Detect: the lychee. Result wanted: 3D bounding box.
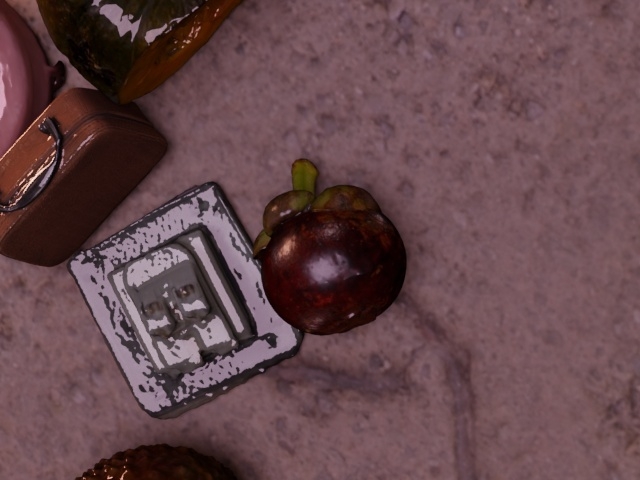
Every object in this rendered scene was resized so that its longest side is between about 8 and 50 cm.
[{"bbox_3d":[-0.159,0.298,1.256,0.238,0.200,0.200,8,97,32],"label":"lychee"}]

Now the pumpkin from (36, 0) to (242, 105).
[{"bbox_3d":[-0.131,-0.278,1.193,0.317,0.222,0.139,-39,87,10],"label":"pumpkin"}]

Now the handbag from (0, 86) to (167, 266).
[{"bbox_3d":[-0.261,-0.066,1.266,0.193,0.151,0.072,-43,69,10],"label":"handbag"}]

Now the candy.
[{"bbox_3d":[-0.404,-0.160,1.315,0.255,0.094,0.255,1,94,10],"label":"candy"}]

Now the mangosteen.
[{"bbox_3d":[-0.001,0.005,1.231,0.156,0.146,0.181,-25,90,14],"label":"mangosteen"}]

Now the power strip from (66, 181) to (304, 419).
[{"bbox_3d":[-0.149,0.069,1.304,0.198,0.064,0.213,-30,88,9],"label":"power strip"}]
